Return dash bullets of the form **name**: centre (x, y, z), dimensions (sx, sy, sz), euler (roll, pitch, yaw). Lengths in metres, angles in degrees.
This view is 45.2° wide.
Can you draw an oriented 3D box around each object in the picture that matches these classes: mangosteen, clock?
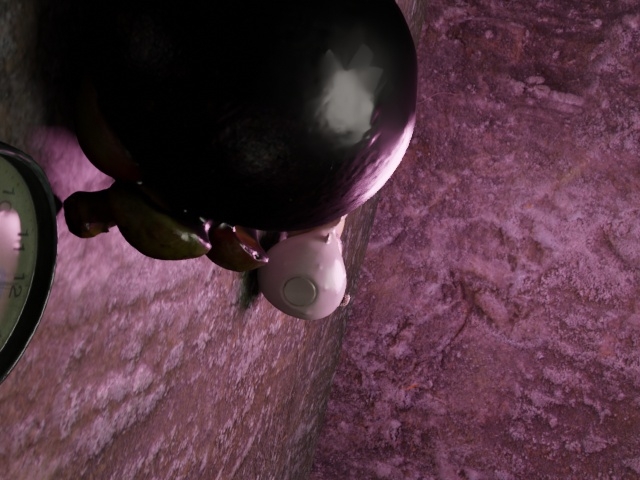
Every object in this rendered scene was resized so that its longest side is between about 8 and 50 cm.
- **mangosteen**: centre (-0.096, -0.146, 0.871), dimensions (0.435, 0.382, 0.382), euler (-59, 169, 6)
- **clock**: centre (-0.337, 0.037, 0.696), dimensions (0.280, 0.055, 0.281), euler (15, 90, -77)

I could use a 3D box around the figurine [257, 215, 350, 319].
- **figurine**: centre (0.000, 0.000, 1.778), dimensions (0.274, 0.226, 0.394), euler (-51, -170, 28)
